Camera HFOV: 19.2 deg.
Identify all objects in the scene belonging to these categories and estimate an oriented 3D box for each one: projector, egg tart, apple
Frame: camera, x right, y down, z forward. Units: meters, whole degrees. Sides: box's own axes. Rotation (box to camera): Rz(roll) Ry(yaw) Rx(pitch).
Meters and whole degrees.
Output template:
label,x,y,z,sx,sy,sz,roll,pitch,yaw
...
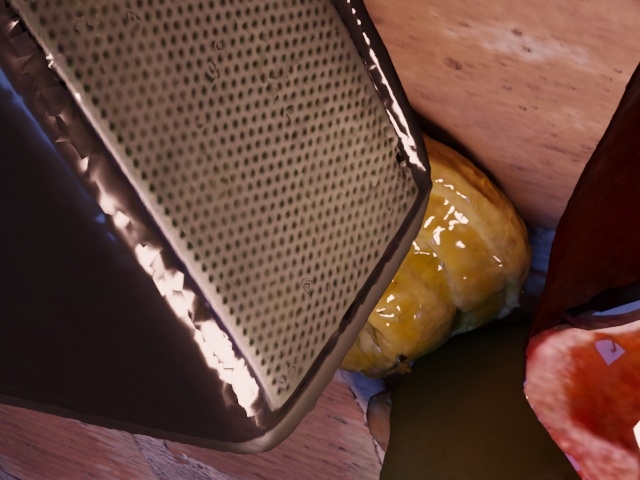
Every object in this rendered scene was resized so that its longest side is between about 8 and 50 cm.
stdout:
label,x,y,z,sx,sy,sz,roll,pitch,yaw
projector,-0.187,-0.107,1.041,0.395,0.242,0.405,6,140,38
egg tart,0.000,0.000,1.278,0.290,0.115,0.290,23,155,12
apple,0.159,0.197,1.361,0.279,0.279,0.279,23,156,11

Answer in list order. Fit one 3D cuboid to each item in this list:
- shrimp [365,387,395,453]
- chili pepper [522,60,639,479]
label,x,y,z,sx,sy,sz,roll,pitch,yaw
shrimp,0.156,0.188,1.574,0.254,0.059,0.145,28,147,10
chili pepper,0.240,-0.013,0.819,0.251,0.305,0.229,-6,134,32
